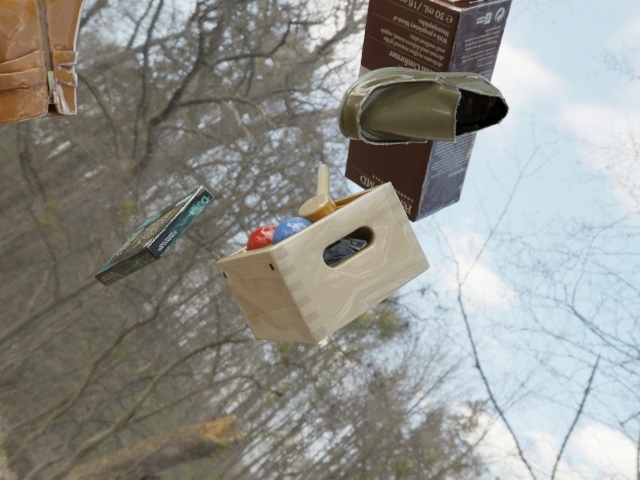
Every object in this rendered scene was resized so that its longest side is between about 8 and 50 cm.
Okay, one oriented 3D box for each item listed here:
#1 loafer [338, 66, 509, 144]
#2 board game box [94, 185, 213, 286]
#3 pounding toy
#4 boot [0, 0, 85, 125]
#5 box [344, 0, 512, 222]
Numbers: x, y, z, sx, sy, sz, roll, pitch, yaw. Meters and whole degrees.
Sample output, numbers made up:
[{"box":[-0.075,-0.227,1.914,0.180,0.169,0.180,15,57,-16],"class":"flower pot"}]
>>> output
[{"box":[0.141,-0.174,0.844,0.087,0.251,0.094,40,-42,52],"class":"loafer"},{"box":[-0.237,-0.003,0.920,0.026,0.126,0.186,48,-38,-18],"class":"board game box"},{"box":[0.000,0.000,0.509,0.130,0.141,0.100,-13,-74,62],"class":"pounding toy"},{"box":[-0.235,-0.188,0.581,0.073,0.197,0.152,0,-70,35],"class":"boot"},{"box":[0.168,-0.245,1.120,0.191,0.143,0.381,37,-42,35],"class":"box"}]
